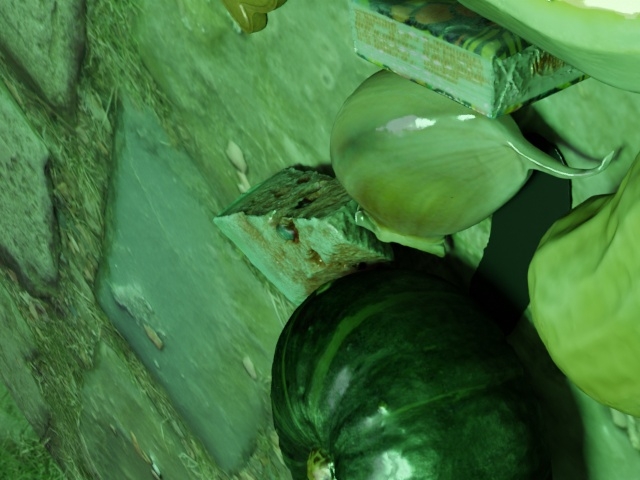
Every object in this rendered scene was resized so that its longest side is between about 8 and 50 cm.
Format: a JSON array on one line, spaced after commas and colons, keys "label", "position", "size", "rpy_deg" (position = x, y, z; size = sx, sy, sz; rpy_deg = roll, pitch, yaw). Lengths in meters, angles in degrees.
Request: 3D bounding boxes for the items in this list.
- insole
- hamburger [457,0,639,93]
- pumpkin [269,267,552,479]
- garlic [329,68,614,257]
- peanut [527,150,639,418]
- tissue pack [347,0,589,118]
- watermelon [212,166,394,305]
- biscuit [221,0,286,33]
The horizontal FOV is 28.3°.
[{"label": "insole", "position": [0.161, 0.003, 1.030], "size": [0.080, 0.003, 0.232], "rpy_deg": [47, 149, 27]}, {"label": "hamburger", "position": [0.152, -0.198, 0.636], "size": [0.295, 0.227, 0.151], "rpy_deg": [37, 167, 33]}, {"label": "pumpkin", "position": [0.081, 0.168, 1.106], "size": [0.300, 0.207, 0.300], "rpy_deg": [161, 90, -73]}, {"label": "garlic", "position": [0.095, -0.077, 0.976], "size": [0.266, 0.148, 0.129], "rpy_deg": [163, 119, -68]}, {"label": "peanut", "position": [0.230, 0.023, 0.766], "size": [0.174, 0.158, 0.340], "rpy_deg": [55, 151, 10]}, {"label": "tissue pack", "position": [0.106, -0.143, 0.878], "size": [0.148, 0.108, 0.060], "rpy_deg": [32, 138, 42]}, {"label": "watermelon", "position": [0.000, 0.000, 1.187], "size": [0.154, 0.094, 0.241], "rpy_deg": [55, 160, -4]}, {"label": "biscuit", "position": [-0.076, -0.248, 1.182], "size": [0.140, 0.023, 0.118], "rpy_deg": [24, 134, 49]}]
